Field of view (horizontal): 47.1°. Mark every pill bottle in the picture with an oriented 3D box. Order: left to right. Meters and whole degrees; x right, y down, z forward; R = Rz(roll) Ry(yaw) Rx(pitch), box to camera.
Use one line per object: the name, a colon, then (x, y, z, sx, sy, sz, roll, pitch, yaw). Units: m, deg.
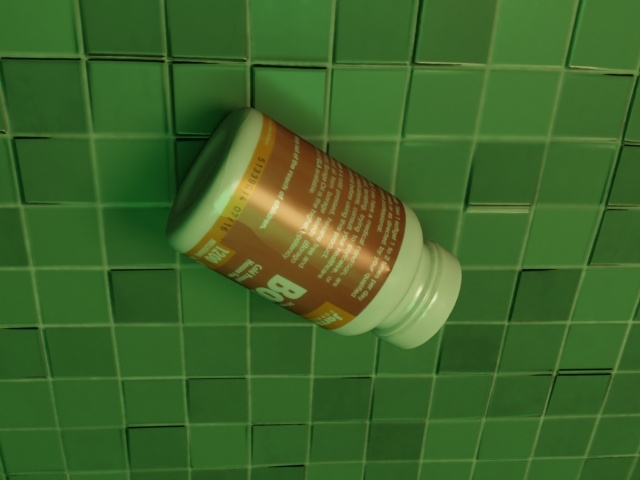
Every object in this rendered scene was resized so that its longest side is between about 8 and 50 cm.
pill bottle: (0.000, 0.000, 0.575, 0.216, 0.121, 0.121, 30, 114, -20)
